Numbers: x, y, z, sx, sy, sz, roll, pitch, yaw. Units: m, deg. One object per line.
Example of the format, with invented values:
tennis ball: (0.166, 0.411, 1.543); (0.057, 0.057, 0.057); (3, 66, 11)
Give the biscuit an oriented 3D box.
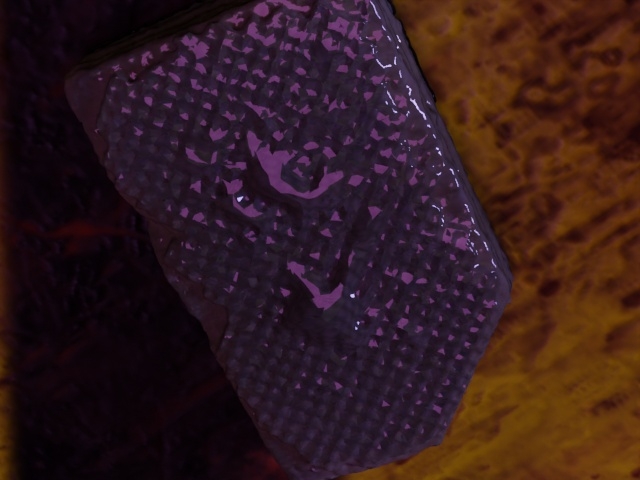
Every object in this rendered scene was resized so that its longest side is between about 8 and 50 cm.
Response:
biscuit: (0.000, 0.000, 0.788); (0.150, 0.052, 0.252); (-19, 117, 15)
